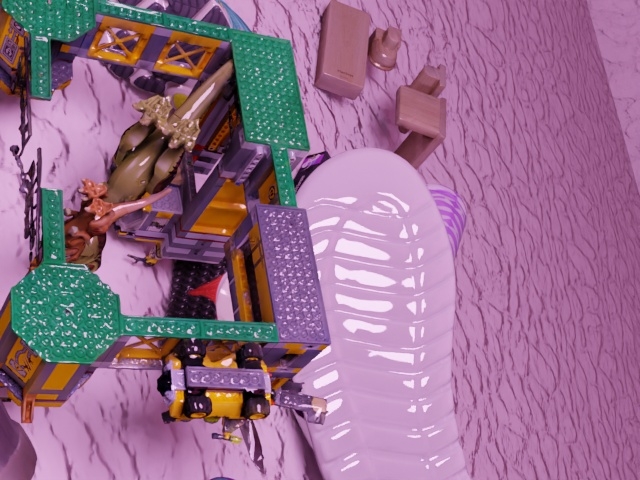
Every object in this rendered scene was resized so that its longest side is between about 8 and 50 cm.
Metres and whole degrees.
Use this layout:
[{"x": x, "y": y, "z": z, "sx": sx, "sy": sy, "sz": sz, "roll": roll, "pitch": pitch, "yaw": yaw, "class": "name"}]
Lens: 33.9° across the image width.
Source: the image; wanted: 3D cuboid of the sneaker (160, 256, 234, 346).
[{"x": -0.085, "y": 0.054, "z": 0.855, "sx": 0.075, "sy": 0.057, "sz": 0.161, "roll": 70, "pitch": 22, "yaw": -46, "class": "sneaker"}]

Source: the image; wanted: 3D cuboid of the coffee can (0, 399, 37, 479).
[{"x": -0.260, "y": 0.014, "z": 0.393, "sx": 0.275, "sy": 0.201, "sz": 0.201, "roll": 67, "pitch": 29, "yaw": -13, "class": "coffee can"}]

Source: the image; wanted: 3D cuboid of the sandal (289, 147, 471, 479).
[{"x": 0.041, "y": 0.124, "z": 0.965, "sx": 0.102, "sy": 0.169, "sz": 0.416, "roll": 149, "pitch": -65, "yaw": -73, "class": "sandal"}]

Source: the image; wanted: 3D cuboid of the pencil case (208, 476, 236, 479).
[{"x": -0.102, "y": 0.213, "z": 0.723, "sx": 0.152, "sy": 0.064, "sz": 0.070, "roll": -8, "pitch": 122, "yaw": -62, "class": "pencil case"}]

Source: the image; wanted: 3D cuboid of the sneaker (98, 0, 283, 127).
[{"x": -0.115, "y": -0.173, "z": 0.881, "sx": 0.275, "sy": 0.107, "sz": 0.110, "roll": 48, "pitch": 19, "yaw": -48, "class": "sneaker"}]

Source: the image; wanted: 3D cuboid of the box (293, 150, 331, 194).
[{"x": 0.000, "y": 0.000, "z": 1.046, "sx": 0.116, "sy": 0.029, "sz": 0.162, "roll": 60, "pitch": 33, "yaw": -25, "class": "box"}]

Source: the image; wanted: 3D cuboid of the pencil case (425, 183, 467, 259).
[{"x": 0.108, "y": 0.004, "z": 1.162, "sx": 0.088, "sy": 0.086, "sz": 0.206, "roll": 37, "pitch": 28, "yaw": -5, "class": "pencil case"}]

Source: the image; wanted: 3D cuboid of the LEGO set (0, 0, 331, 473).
[{"x": -0.131, "y": -0.002, "z": 0.711, "sx": 0.255, "sy": 0.192, "sz": 0.331, "roll": -2, "pitch": 62, "yaw": -32, "class": "LEGO set"}]

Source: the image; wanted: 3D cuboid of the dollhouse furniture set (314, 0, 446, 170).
[{"x": 0.050, "y": -0.164, "z": 1.218, "sx": 0.151, "sy": 0.123, "sz": 0.144, "roll": 18, "pitch": 55, "yaw": -17, "class": "dollhouse furniture set"}]
